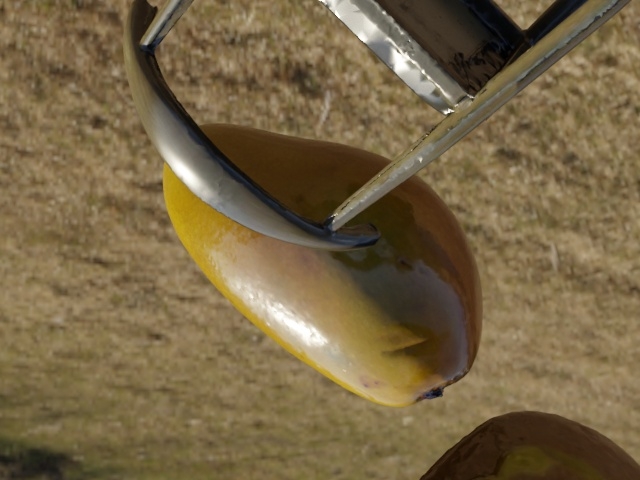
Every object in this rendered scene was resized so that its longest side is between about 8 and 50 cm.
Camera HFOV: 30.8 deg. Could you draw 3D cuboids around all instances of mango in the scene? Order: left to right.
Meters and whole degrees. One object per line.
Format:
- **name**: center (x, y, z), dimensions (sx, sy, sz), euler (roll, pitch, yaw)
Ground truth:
- **mango**: center (0.000, 0.000, 0.747), dimensions (0.138, 0.253, 0.113), euler (-59, 158, 15)

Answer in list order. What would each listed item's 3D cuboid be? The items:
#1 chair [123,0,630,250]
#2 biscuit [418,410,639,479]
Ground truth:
- **chair**: center (0.042, -0.138, 0.600), dimensions (0.188, 0.166, 0.272), euler (45, 120, -4)
- **biscuit**: center (0.139, 0.201, 0.477), dimensions (0.277, 0.262, 0.052), euler (32, 133, 13)
